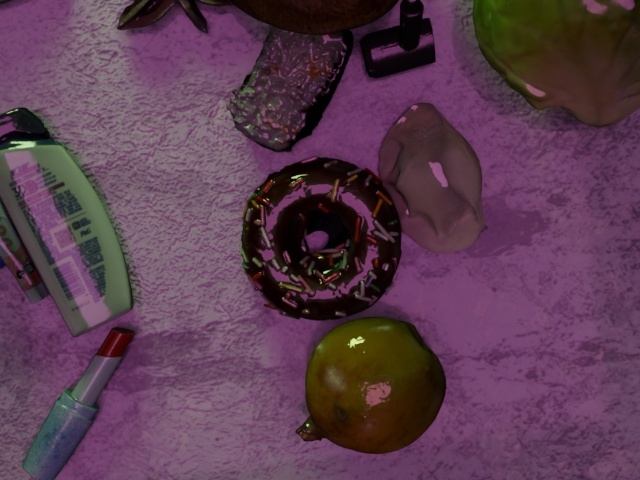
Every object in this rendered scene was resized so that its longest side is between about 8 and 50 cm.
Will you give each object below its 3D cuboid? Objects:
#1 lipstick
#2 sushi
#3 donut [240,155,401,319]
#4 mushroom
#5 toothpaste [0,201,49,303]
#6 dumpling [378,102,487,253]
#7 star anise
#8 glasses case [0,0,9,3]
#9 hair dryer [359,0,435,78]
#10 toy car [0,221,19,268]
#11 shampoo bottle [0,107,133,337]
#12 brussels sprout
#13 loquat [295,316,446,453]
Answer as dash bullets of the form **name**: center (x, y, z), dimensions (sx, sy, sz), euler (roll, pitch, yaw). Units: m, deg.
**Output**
- **lipstick**: center (-0.379, 0.253, 1.764), dimensions (0.068, 0.061, 0.274), euler (31, 94, 0)
- **sushi**: center (-0.040, -0.245, 1.703), dimensions (0.136, 0.126, 0.225), euler (33, 95, -3)
- **donut**: center (0.000, 0.000, 1.725), dimensions (0.270, 0.103, 0.269), euler (0, 96, 3)
- **mushroom**: center (-0.015, -0.450, 1.613), dimensions (0.345, 0.345, 0.239), euler (1, 118, 0)
- **toothpaste**: center (-0.487, 0.004, 1.727), dimensions (0.056, 0.036, 0.205), euler (-35, 106, -25)
- **dumpling**: center (0.164, -0.094, 1.727), dimensions (0.167, 0.126, 0.215), euler (-23, 109, 28)
- **star anise**: center (-0.231, -0.421, 1.715), dimensions (0.212, 0.073, 0.196), euler (1, 97, -3)
- **glasses case**: center (-0.483, -0.412, 1.725), dimensions (0.193, 0.049, 0.074), euler (-19, 94, 2)
- **hair dryer**: center (0.117, -0.306, 1.639), dimensions (0.114, 0.248, 0.070), euler (-15, 84, 2)
- **toy car**: center (-0.584, -0.014, 1.744), dimensions (0.216, 0.063, 0.103), euler (17, 93, -2)
- **shampoo bottle**: center (-0.407, -0.036, 1.738), dimensions (0.134, 0.078, 0.359), euler (-26, 93, -8)
- **brussels sprout**: center (0.389, -0.346, 1.643), dimensions (0.344, 0.268, 0.344), euler (4, 114, 9)
- **loquat**: center (0.068, 0.234, 1.701), dimensions (0.246, 0.213, 0.213), euler (-37, 93, 3)
